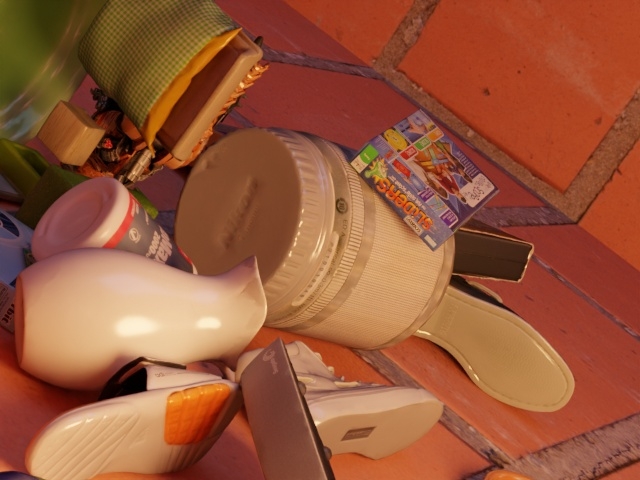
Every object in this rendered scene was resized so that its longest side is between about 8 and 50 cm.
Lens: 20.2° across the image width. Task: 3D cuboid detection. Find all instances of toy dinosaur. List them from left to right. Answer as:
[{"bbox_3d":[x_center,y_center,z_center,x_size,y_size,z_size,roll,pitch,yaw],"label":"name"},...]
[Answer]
[{"bbox_3d":[-0.160,-0.142,1.980,0.322,0.218,0.164,0,-38,33],"label":"toy dinosaur"}]

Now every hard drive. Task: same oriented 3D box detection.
[{"bbox_3d":[-0.006,0.217,1.493,0.255,0.054,0.172,-111,-179,-53],"label":"hard drive"}]

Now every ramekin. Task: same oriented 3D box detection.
[{"bbox_3d":[-0.361,-0.250,1.928,0.148,0.303,0.303,31,14,17],"label":"ramekin"}]

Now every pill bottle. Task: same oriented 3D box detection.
[{"bbox_3d":[-0.178,0.036,1.698,0.180,0.108,0.108,50,4,-34],"label":"pill bottle"}]

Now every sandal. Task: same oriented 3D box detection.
[{"bbox_3d":[-0.161,0.139,1.498,0.076,0.102,0.265,44,20,25],"label":"sandal"}]

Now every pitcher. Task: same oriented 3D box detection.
[{"bbox_3d":[-0.166,0.088,1.597,0.207,0.178,0.125,0,40,-16],"label":"pitcher"}]

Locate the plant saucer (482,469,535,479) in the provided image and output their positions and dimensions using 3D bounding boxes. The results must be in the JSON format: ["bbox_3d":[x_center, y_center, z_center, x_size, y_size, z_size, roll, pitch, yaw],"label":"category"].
[{"bbox_3d":[0.246,0.319,1.897,0.200,0.037,0.200,31,16,-10],"label":"plant saucer"}]

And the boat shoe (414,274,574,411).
[{"bbox_3d":[0.196,0.107,2.296,0.302,0.114,0.091,36,21,6],"label":"boat shoe"}]

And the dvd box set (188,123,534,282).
[{"bbox_3d":[0.035,-0.055,2.360,0.420,0.062,0.307,24,8,31],"label":"dvd box set"}]

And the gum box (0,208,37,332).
[{"bbox_3d":[-0.333,0.000,1.685,0.184,0.041,0.157,35,15,-1],"label":"gum box"}]

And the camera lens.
[{"bbox_3d":[0.000,0.000,2.021,0.274,0.219,0.219,17,23,-46],"label":"camera lens"}]

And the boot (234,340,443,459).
[{"bbox_3d":[0.018,0.152,1.826,0.123,0.095,0.258,50,22,27],"label":"boot"}]

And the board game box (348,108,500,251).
[{"bbox_3d":[0.119,-0.071,2.007,0.136,0.035,0.201,47,25,4],"label":"board game box"}]

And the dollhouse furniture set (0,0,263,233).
[{"bbox_3d":[-0.229,-0.145,1.839,0.197,0.301,0.151,45,16,28],"label":"dollhouse furniture set"}]

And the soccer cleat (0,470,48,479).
[{"bbox_3d":[-0.125,0.255,1.241,0.289,0.093,0.121,36,9,6],"label":"soccer cleat"}]
